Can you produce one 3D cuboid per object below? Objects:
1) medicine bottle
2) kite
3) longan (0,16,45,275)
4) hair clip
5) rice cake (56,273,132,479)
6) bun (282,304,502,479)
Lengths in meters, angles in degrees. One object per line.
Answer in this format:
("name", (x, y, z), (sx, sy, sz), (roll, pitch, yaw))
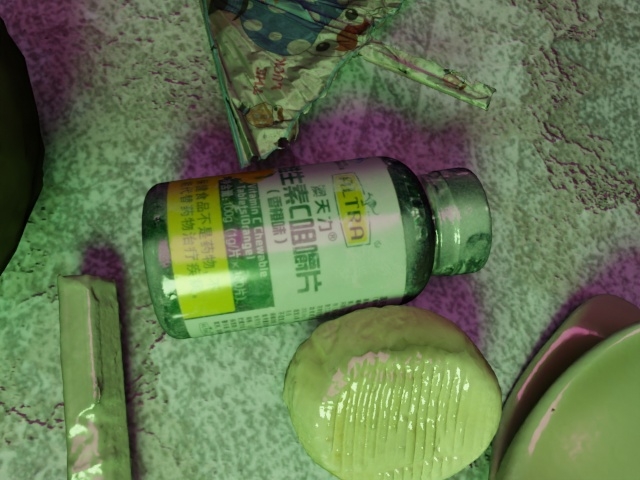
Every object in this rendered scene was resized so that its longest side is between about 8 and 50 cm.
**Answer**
("medicine bottle", (0.000, 0.000, 0.490), (0.293, 0.141, 0.141), (-8, 78, -8))
("kite", (0.012, -0.223, 0.565), (0.368, 0.014, 0.406), (28, 62, 15))
("longan", (-0.403, -0.074, 0.357), (0.391, 0.391, 0.391), (1, 77, -5))
("hair clip", (0.261, 0.178, 0.499), (0.173, 0.113, 0.282), (25, 81, 2))
("rice cake", (-0.200, 0.156, 0.478), (0.052, 0.057, 0.256), (-14, 77, 18))
("bun", (0.060, 0.132, 0.471), (0.188, 0.111, 0.164), (-5, 112, -9))
